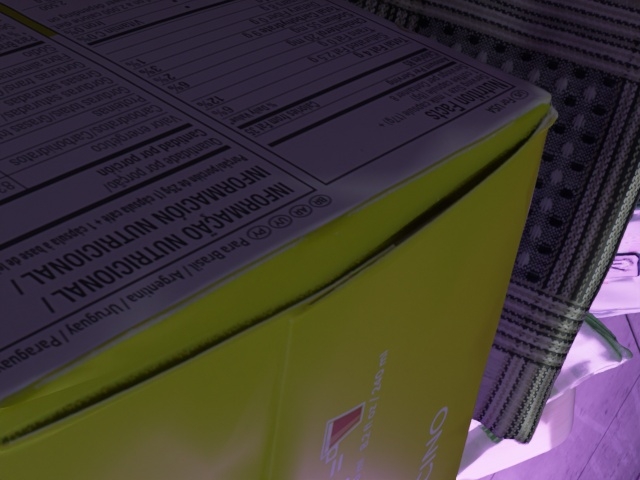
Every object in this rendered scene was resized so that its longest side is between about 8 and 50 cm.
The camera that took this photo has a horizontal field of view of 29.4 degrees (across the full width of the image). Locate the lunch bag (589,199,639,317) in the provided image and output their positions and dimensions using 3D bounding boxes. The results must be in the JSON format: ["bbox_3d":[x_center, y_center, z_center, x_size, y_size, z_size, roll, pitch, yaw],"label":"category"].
[{"bbox_3d":[0.234,-0.038,1.187,0.160,0.262,0.223,-51,151,-18],"label":"lunch bag"}]

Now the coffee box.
[{"bbox_3d":[-0.140,0.063,0.589,0.338,0.334,0.338,-30,139,-44],"label":"coffee box"}]

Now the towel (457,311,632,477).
[{"bbox_3d":[0.106,0.157,1.103,0.325,0.038,0.248,-38,143,16],"label":"towel"}]

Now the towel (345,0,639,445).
[{"bbox_3d":[0.040,-0.083,0.743,0.056,0.324,0.312,1,113,-66],"label":"towel"}]

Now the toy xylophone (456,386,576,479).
[{"bbox_3d":[0.135,0.174,1.246,0.322,0.081,0.236,-15,142,-13],"label":"toy xylophone"}]
